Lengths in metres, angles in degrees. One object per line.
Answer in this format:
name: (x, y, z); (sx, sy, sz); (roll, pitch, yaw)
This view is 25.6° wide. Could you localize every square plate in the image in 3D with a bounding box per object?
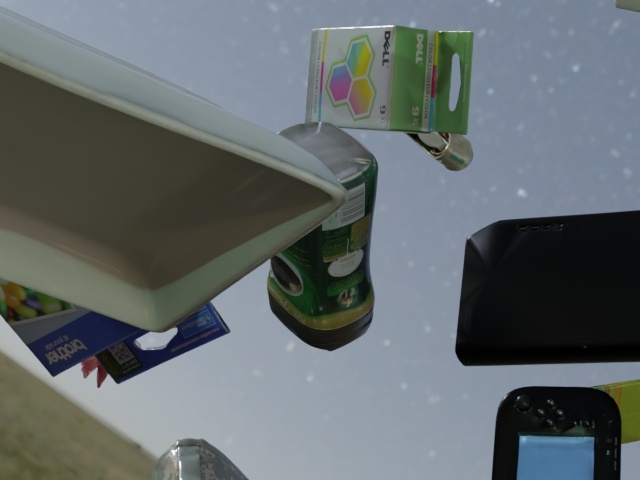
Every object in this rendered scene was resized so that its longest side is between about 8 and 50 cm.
square plate: (-0.197, -0.056, 0.842); (0.347, 0.049, 0.344); (23, -23, -16)

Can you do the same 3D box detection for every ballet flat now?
ballet flat: (0.128, -0.142, 1.716); (0.052, 0.057, 0.168); (21, 16, -39)

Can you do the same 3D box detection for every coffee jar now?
coffee jar: (0.000, 0.000, 1.169); (0.096, 0.079, 0.184); (41, -36, 39)

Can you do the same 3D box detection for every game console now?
game console: (0.214, 0.142, 1.174); (0.213, 0.361, 0.044); (-5, -27, 24)

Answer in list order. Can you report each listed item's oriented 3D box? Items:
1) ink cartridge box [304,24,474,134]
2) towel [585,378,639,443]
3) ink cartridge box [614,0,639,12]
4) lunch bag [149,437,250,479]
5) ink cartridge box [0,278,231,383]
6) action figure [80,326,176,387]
ink cartridge box: (0.068, -0.169, 1.483); (0.062, 0.109, 0.209); (1, 6, -35)
towel: (0.427, 0.231, 1.913); (0.021, 0.237, 0.102); (-123, -150, -57)
ink cartridge box: (0.467, -0.418, 1.731); (0.207, 0.117, 0.283); (24, -45, 44)
lunch bag: (-0.135, 0.407, 1.654); (0.235, 0.168, 0.287); (-98, -173, -58)
ink cartridge box: (-0.238, 0.002, 1.233); (0.185, 0.065, 0.311); (-26, -71, 41)
action figure: (-0.304, 0.028, 2.020); (0.275, 0.370, 0.248); (19, -32, -9)
